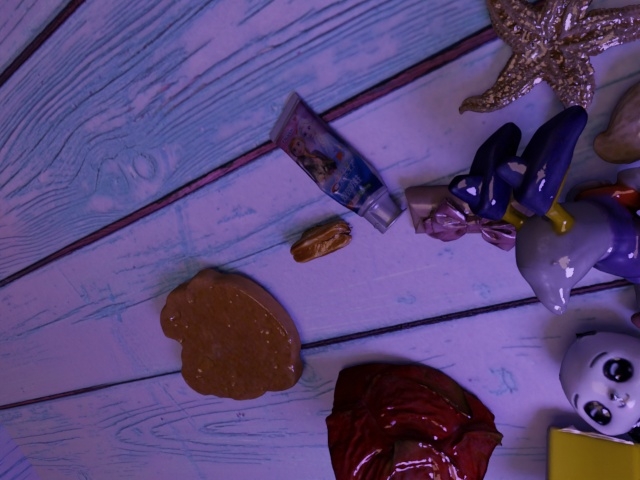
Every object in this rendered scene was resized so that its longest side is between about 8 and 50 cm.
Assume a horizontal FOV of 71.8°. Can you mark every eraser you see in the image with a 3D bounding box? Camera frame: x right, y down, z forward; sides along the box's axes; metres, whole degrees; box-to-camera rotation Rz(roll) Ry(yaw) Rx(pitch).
[{"bbox_3d":[0.433,0.414,0.681,0.158,0.226,0.069,2,156,26],"label":"eraser"}]

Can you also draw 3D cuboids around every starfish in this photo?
[{"bbox_3d":[0.288,-0.251,0.547,0.277,0.062,0.235,-20,97,35],"label":"starfish"}]

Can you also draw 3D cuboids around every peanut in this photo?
[{"bbox_3d":[0.407,-0.162,0.509,0.082,0.082,0.187,48,124,-1],"label":"peanut"}]

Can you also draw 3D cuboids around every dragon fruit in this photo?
[{"bbox_3d":[0.162,0.406,0.771,0.302,0.330,0.240,-9,130,26],"label":"dragon fruit"}]

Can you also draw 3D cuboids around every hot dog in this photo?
[{"bbox_3d":[0.000,0.000,0.797,0.133,0.041,0.056,-24,101,24],"label":"hot dog"}]

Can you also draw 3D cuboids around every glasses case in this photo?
[{"bbox_3d":[0.222,-0.029,0.657,0.193,0.070,0.102,0,113,25],"label":"glasses case"}]

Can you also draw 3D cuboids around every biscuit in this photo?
[{"bbox_3d":[-0.206,0.214,0.974,0.351,0.057,0.312,-29,97,31],"label":"biscuit"}]

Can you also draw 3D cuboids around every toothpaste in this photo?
[{"bbox_3d":[0.025,-0.120,0.726,0.266,0.061,0.096,44,124,9],"label":"toothpaste"}]

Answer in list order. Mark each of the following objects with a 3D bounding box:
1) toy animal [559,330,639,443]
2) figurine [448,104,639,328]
[{"bbox_3d":[0.436,0.219,0.627,0.179,0.138,0.166,23,103,9],"label":"toy animal"},{"bbox_3d":[0.355,0.015,0.534,0.421,0.154,0.193,23,82,-13],"label":"figurine"}]
